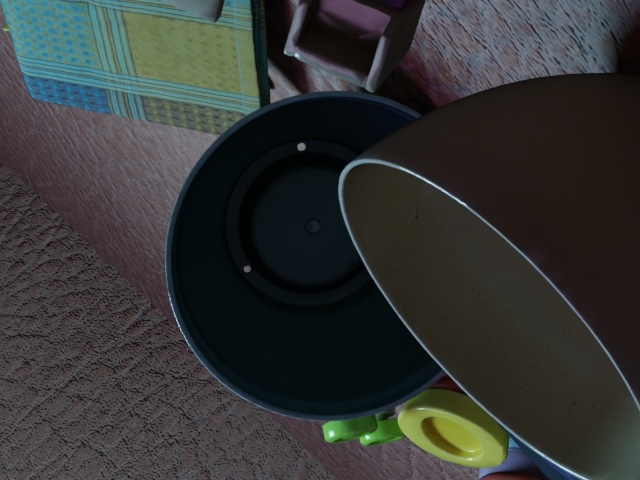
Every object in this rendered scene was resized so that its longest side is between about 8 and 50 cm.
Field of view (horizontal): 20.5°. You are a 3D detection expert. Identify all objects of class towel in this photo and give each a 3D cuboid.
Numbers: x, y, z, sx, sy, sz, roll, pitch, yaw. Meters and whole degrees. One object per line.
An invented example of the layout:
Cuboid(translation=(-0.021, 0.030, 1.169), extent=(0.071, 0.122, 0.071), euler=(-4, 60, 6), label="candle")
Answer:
Cuboid(translation=(-0.180, -0.221, 1.675), extent=(0.271, 0.040, 0.370), euler=(12, 153, 8), label="towel")

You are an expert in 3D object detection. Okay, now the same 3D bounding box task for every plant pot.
Cuboid(translation=(0.000, 0.000, 1.631), extent=(0.293, 0.293, 0.196), euler=(50, -179, -12), label="plant pot")
Cuboid(translation=(0.177, -0.001, 1.174), extent=(0.284, 0.191, 0.284), euler=(44, 162, 17), label="plant pot")

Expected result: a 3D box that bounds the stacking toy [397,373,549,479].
Cuboid(translation=(0.262, 0.217, 1.897), extent=(0.279, 0.130, 0.309), euler=(5, 148, 31), label="stacking toy")

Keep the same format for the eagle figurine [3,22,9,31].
Cuboid(translation=(-0.265, -0.308, 1.823), extent=(0.298, 0.225, 0.226), euler=(-3, 180, 36), label="eagle figurine")

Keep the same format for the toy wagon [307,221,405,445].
Cuboid(translation=(0.030, 0.091, 1.928), extent=(0.344, 0.068, 0.267), euler=(25, -130, -69), label="toy wagon")

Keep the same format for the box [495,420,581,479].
Cuboid(translation=(0.296, 0.190, 1.492), extent=(0.270, 0.143, 0.165), euler=(48, 167, -6), label="box")

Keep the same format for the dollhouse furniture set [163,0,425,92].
Cuboid(translation=(-0.021, -0.316, 1.172), extent=(0.286, 0.198, 0.303), euler=(24, 132, 6), label="dollhouse furniture set")
